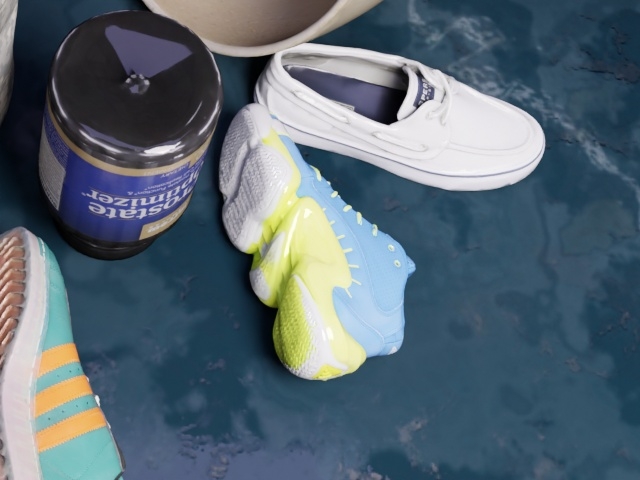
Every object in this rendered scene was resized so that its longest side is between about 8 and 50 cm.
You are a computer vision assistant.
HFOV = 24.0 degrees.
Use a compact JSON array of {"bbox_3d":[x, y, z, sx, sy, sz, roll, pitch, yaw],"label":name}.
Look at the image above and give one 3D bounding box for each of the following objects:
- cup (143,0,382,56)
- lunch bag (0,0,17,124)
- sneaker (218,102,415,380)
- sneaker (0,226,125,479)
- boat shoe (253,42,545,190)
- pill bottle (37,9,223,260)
[{"bbox_3d":[0.003,-0.330,1.256,0.237,0.331,0.331,-16,70,-47],"label":"cup"},{"bbox_3d":[-0.323,-0.136,1.073,0.212,0.305,0.256,41,67,2],"label":"lunch bag"},{"bbox_3d":[0.000,0.000,1.222,0.126,0.091,0.240,-1,66,-34],"label":"sneaker"},{"bbox_3d":[-0.209,0.134,1.099,0.121,0.108,0.302,37,36,-43],"label":"sneaker"},{"bbox_3d":[0.074,-0.108,1.274,0.258,0.084,0.095,8,65,-10],"label":"boat shoe"},{"bbox_3d":[-0.148,-0.068,1.127,0.122,0.219,0.123,5,66,-11],"label":"pill bottle"}]
